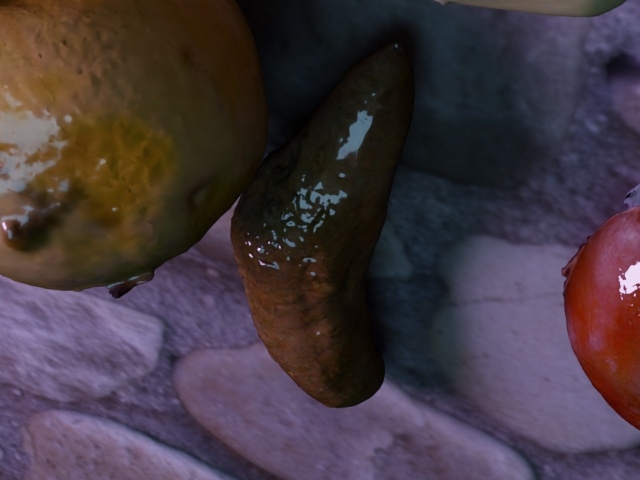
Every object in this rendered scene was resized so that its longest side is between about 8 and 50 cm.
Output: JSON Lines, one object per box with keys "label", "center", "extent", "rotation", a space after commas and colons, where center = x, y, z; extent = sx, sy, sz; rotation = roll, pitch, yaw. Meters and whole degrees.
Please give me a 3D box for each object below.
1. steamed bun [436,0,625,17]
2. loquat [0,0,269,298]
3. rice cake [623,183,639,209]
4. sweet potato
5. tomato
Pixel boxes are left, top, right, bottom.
{"label": "steamed bun", "center": [0.065, -0.242, 0.614], "extent": [0.232, 0.166, 0.272], "rotation": [13, 113, 21]}
{"label": "loquat", "center": [-0.150, -0.093, 0.841], "extent": [0.244, 0.244, 0.244], "rotation": [13, 139, 11]}
{"label": "rice cake", "center": [0.238, -0.061, 0.837], "extent": [0.033, 0.033, 0.207], "rotation": [20, 142, -13]}
{"label": "sweet potato", "center": [-0.004, 0.002, 0.975], "extent": [0.114, 0.092, 0.341], "rotation": [-5, 139, -7]}
{"label": "tomato", "center": [0.256, 0.062, 0.905], "extent": [0.225, 0.085, 0.225], "rotation": [9, 143, 7]}
